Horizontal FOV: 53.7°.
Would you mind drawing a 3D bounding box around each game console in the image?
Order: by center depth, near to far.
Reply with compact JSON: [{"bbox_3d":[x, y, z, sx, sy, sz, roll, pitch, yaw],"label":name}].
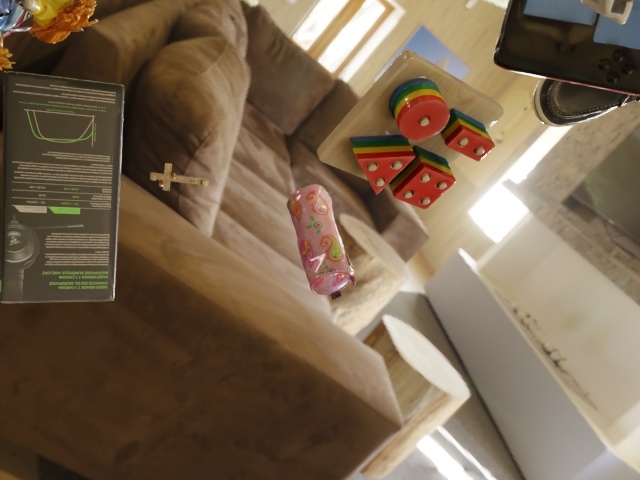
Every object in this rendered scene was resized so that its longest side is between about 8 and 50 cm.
[{"bbox_3d":[0.538,-0.476,1.177,0.342,0.386,0.060,16,1,10],"label":"game console"}]

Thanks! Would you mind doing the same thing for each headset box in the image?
[{"bbox_3d":[-0.346,-0.063,0.832,0.131,0.282,0.246,1,10,-25],"label":"headset box"}]

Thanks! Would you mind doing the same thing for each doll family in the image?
[{"bbox_3d":[-0.311,-0.258,0.642,0.118,0.163,0.263,38,37,1],"label":"doll family"}]

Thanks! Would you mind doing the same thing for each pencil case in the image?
[{"bbox_3d":[0.000,0.000,1.591,0.124,0.124,0.284,24,40,-49],"label":"pencil case"}]

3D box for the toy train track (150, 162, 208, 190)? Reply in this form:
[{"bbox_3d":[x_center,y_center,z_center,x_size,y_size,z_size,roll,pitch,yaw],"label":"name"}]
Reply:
[{"bbox_3d":[-0.206,-0.087,0.925,0.083,0.048,0.014,5,39,-14],"label":"toy train track"}]

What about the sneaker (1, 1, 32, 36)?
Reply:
[{"bbox_3d":[-0.478,-0.379,0.970,0.121,0.299,0.112,48,35,-25],"label":"sneaker"}]

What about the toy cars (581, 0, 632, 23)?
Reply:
[{"bbox_3d":[0.355,-0.397,0.650,0.087,0.176,0.393,7,-20,-4],"label":"toy cars"}]

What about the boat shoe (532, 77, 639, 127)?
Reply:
[{"bbox_3d":[0.753,-0.423,1.516,0.156,0.501,0.186,-91,158,-79],"label":"boat shoe"}]

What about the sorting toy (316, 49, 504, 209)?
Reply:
[{"bbox_3d":[0.173,-0.177,1.155,0.256,0.257,0.089,18,42,-35],"label":"sorting toy"}]
